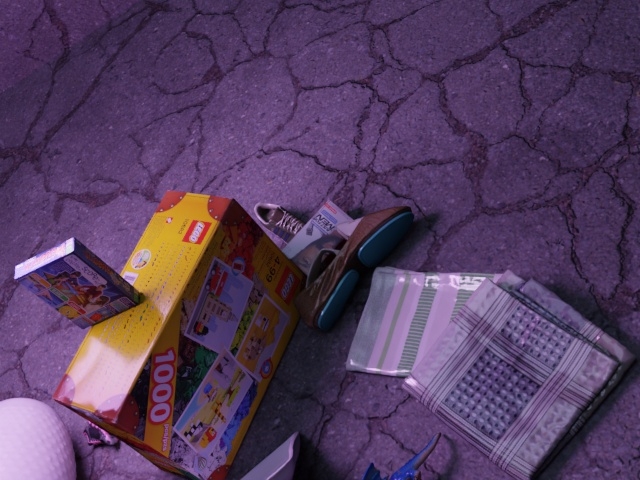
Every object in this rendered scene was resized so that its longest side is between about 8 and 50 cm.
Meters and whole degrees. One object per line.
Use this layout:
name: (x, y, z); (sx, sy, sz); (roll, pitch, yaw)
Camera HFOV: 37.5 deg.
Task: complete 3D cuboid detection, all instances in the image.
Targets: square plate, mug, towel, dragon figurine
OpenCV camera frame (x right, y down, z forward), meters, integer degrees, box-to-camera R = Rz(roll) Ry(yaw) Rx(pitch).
square plate: (-0.163, 0.509, 1.766); (0.347, 0.344, 0.049); (-42, 88, -2)
mug: (-0.721, 0.525, 2.056); (0.373, 0.276, 0.328); (-4, 40, -2)
towel: (0.360, 0.236, 1.736); (0.312, 0.056, 0.324); (37, 80, 33)
dragon figurine: (0.122, 0.464, 1.729); (0.144, 0.085, 0.289); (5, 62, 34)
towel: (0.224, 0.166, 1.922); (0.324, 0.038, 0.248); (2, 60, 33)

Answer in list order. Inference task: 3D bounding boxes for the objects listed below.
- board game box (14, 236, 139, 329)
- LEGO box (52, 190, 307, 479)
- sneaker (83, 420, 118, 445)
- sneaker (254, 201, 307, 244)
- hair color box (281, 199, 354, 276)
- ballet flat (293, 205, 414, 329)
board game box: (-0.456, 0.085, 1.777); (0.136, 0.201, 0.035); (-24, 48, 14)
LEGO box: (-0.265, 0.206, 1.967); (0.193, 0.372, 0.500); (8, 63, 36)
sneaker: (-0.510, 0.453, 2.170); (0.119, 0.047, 0.057); (22, 78, 49)
sneaker: (-0.086, -0.038, 2.234); (0.192, 0.086, 0.064); (26, 73, 41)
hair color box: (0.000, 0.000, 2.152); (0.093, 0.053, 0.167); (40, 84, 17)
ballet flat: (0.059, 0.038, 2.067); (0.124, 0.116, 0.342); (35, 85, 32)
